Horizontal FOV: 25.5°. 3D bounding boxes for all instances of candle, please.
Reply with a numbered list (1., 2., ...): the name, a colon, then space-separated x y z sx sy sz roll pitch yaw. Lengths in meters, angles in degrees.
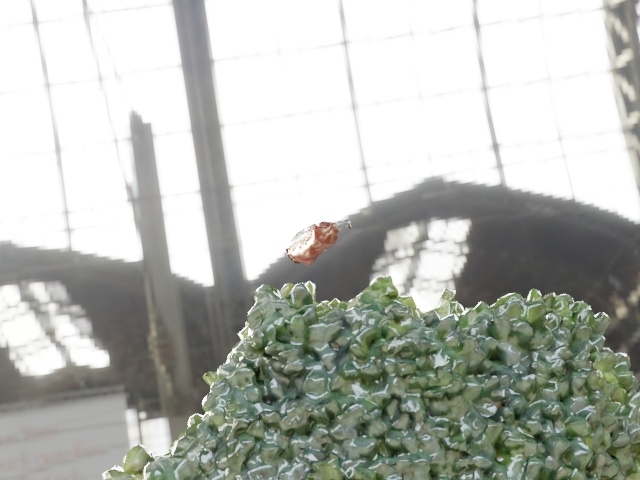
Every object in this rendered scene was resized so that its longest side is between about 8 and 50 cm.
1. candle: 0.000 0.000 1.940 0.048 0.053 0.162 7 -14 -19

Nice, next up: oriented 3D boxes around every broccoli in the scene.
1. broccoli: 0.008 0.179 0.860 0.277 0.338 0.317 38 -35 -1
